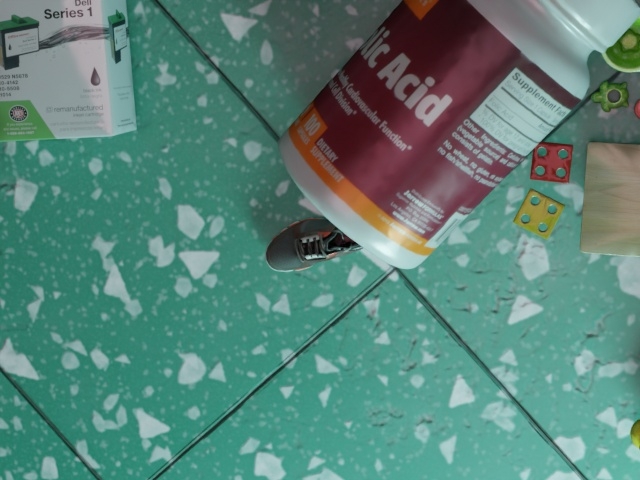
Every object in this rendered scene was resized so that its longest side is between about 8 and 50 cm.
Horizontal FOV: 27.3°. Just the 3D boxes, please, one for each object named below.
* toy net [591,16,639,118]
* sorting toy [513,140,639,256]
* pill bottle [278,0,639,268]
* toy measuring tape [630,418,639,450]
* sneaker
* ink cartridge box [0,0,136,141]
[{"bbox_3d":[0.435,-0.191,1.522,0.232,0.045,0.122,8,101,10],"label":"toy net"},{"bbox_3d":[0.368,-0.050,1.559,0.275,0.046,0.132,4,100,10],"label":"sorting toy"},{"bbox_3d":[0.157,-0.177,1.489,0.224,0.224,0.392,43,105,2],"label":"pill bottle"},{"bbox_3d":[0.508,0.317,1.559,0.330,0.121,0.121,35,104,4],"label":"toy measuring tape"},{"bbox_3d":[0.000,0.000,1.632,0.158,0.065,0.061,-20,95,14],"label":"sneaker"},{"bbox_3d":[-0.325,-0.239,1.643,0.160,0.092,0.219,-2,99,11],"label":"ink cartridge box"}]
